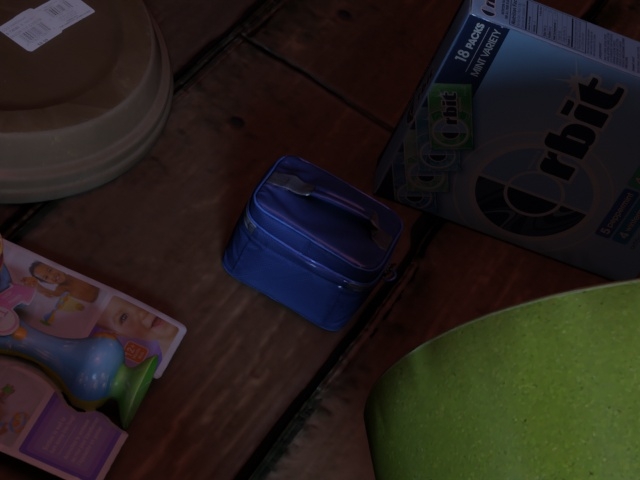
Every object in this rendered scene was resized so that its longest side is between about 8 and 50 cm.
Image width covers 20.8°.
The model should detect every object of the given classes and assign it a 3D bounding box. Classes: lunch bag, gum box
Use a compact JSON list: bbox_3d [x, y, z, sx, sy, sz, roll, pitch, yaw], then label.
[{"bbox_3d":[0.000,0.000,1.021,0.098,0.065,0.067,28,41,2],"label":"lunch bag"},{"bbox_3d":[0.147,-0.063,1.094,0.184,0.157,0.041,20,42,-8],"label":"gum box"}]

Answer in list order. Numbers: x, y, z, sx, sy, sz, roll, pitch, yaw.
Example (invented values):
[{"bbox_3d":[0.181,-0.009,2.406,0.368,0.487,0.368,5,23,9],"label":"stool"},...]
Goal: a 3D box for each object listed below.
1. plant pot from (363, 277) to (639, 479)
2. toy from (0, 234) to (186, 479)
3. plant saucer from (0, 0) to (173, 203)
[{"bbox_3d":[0.164,0.205,0.782,0.274,0.275,0.293,8,61,-20],"label":"plant pot"},{"bbox_3d":[-0.193,0.024,0.903,0.237,0.056,0.137,27,40,0],"label":"toy"},{"bbox_3d":[-0.218,-0.134,1.065,0.278,0.041,0.278,15,42,-14],"label":"plant saucer"}]
